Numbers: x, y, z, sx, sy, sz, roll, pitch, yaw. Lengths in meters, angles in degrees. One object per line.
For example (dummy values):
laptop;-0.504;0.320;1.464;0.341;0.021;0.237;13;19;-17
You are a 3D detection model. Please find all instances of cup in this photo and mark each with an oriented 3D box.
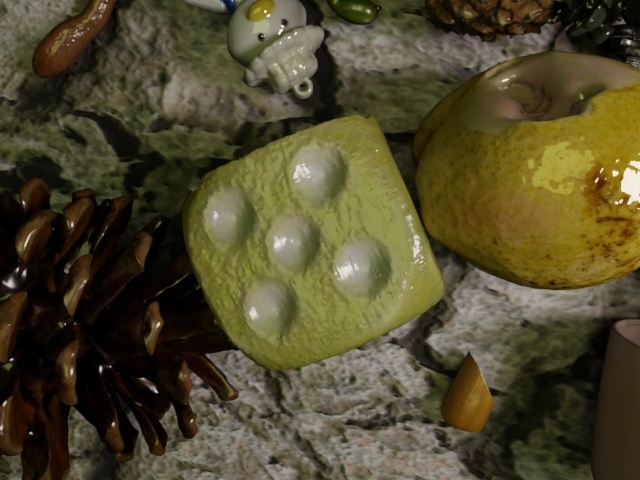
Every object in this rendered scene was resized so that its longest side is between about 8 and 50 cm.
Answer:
cup;0.447;0.217;0.582;0.252;0.191;0.201;1;101;-24

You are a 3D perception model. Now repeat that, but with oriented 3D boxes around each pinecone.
pinecone;-0.262;0.120;0.608;0.384;0.384;0.385;1;96;9

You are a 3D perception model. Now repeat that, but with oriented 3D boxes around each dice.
dice;0.000;0.000;0.588;0.233;0.238;0.227;-24;91;11

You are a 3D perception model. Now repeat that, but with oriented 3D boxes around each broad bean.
broad bean;0.024;-0.380;0.641;0.070;0.048;0.214;-14;94;10

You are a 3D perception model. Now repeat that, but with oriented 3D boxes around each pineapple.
pineapple;0.255;-0.279;0.541;0.278;0.157;0.158;24;99;22

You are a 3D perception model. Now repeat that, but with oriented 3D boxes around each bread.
bread;0.206;0.207;0.672;0.062;0.049;0.103;24;101;6

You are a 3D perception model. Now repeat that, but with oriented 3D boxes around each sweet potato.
sweet potato;-0.335;-0.313;0.709;0.050;0.050;0.214;43;96;3

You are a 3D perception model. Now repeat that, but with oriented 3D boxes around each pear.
pear;0.229;-0.073;0.539;0.271;0.271;0.271;1;96;9

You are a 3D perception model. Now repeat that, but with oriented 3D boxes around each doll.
doll;-0.096;-0.305;0.634;0.138;0.119;0.293;-33;90;-12

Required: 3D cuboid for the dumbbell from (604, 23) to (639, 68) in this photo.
dumbbell;0.383;-0.290;0.572;0.110;0.110;0.255;12;104;8
